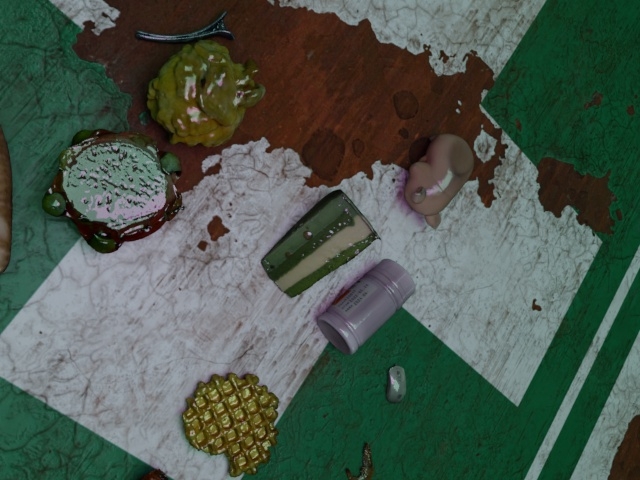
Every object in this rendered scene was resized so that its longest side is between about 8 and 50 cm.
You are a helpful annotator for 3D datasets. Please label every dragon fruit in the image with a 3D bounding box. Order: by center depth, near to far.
[{"bbox_3d":[-0.441,-0.112,1.292,0.295,0.130,0.269,-13,95,-26],"label":"dragon fruit"}]

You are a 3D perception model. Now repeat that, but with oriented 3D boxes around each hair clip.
[{"bbox_3d":[-0.314,-0.485,1.412,0.229,0.039,0.070,-19,99,-25],"label":"hair clip"}]

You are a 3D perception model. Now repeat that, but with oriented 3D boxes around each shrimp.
[{"bbox_3d":[0.106,0.601,1.624,0.083,0.023,0.115,1,93,-24],"label":"shrimp"}]

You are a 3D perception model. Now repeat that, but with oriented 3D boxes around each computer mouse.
[{"bbox_3d":[0.213,0.398,1.674,0.055,0.032,0.110,3,88,-28],"label":"computer mouse"}]

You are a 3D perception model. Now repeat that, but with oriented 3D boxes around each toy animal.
[{"bbox_3d":[0.328,-0.178,1.671,0.166,0.154,0.250,38,76,-30],"label":"toy animal"}]

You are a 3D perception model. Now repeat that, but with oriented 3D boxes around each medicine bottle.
[{"bbox_3d":[0.122,0.170,1.574,0.249,0.133,0.133,-40,106,-20],"label":"medicine bottle"}]

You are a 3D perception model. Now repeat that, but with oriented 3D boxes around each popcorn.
[{"bbox_3d":[-0.254,-0.326,1.354,0.265,0.192,0.233,-20,105,-8],"label":"popcorn"}]

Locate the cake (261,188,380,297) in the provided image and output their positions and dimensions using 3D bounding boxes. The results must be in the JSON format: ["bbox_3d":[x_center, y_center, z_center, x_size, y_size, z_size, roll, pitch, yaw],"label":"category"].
[{"bbox_3d":[-0.004,0.004,1.559,0.283,0.172,0.158,-37,101,12],"label":"cake"}]

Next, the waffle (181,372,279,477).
[{"bbox_3d":[-0.215,0.440,1.444,0.253,0.056,0.249,12,84,-28],"label":"waffle"}]

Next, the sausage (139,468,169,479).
[{"bbox_3d":[-0.356,0.675,1.345,0.102,0.102,0.331,-13,96,-26],"label":"sausage"}]

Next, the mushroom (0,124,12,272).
[{"bbox_3d":[-0.704,-0.129,1.139,0.397,0.224,0.314,52,54,-25],"label":"mushroom"}]
